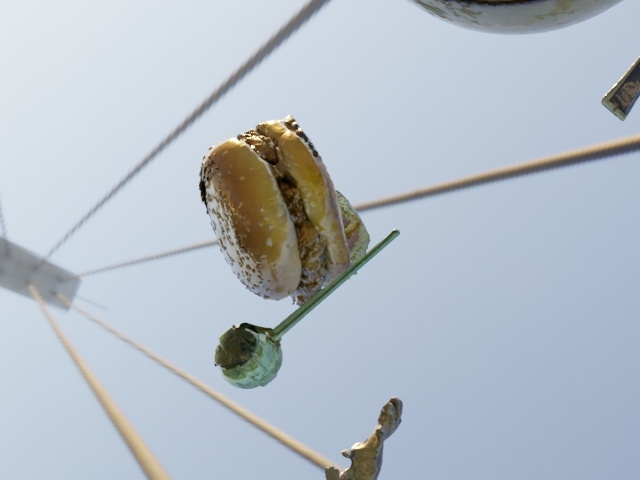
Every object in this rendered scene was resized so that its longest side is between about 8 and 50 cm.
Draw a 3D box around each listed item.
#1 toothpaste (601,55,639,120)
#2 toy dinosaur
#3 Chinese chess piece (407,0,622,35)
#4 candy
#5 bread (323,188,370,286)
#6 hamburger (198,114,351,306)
[{"bbox_3d":[0.383,-0.205,1.298,0.140,0.037,0.021,-53,-176,-4],"label":"toothpaste"},{"bbox_3d":[0.082,0.388,1.774,0.072,0.200,0.251,6,-72,26],"label":"toy dinosaur"},{"bbox_3d":[0.130,-0.261,0.725,0.249,0.103,0.250,1,-86,18],"label":"Chinese chess piece"},{"bbox_3d":[-0.009,0.055,0.968,0.202,0.061,0.061,-41,-142,5],"label":"candy"},{"bbox_3d":[0.000,0.000,1.491,0.140,0.128,0.069,-14,-156,46],"label":"bread"},{"bbox_3d":[-0.047,-0.021,1.119,0.118,0.191,0.182,-24,-170,-11],"label":"hamburger"}]
